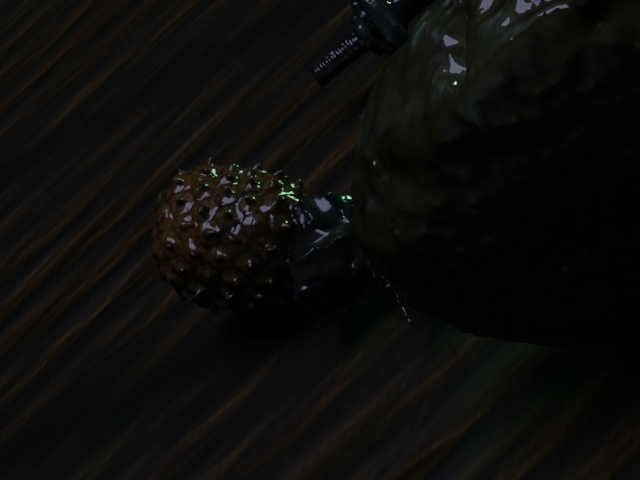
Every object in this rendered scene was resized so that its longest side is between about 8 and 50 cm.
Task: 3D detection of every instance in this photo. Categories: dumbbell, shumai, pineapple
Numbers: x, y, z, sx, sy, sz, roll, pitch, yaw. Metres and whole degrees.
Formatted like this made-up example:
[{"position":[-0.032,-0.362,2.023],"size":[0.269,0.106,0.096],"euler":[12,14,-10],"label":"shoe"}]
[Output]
[{"position":[0.094,-0.206,1.348],"size":[0.254,0.081,0.081],"euler":[-39,33,5],"label":"dumbbell"},{"position":[0.163,-0.122,0.991],"size":[0.330,0.292,0.289],"euler":[-33,45,31],"label":"shumai"},{"position":[0.000,0.000,1.188],"size":[0.251,0.125,0.125],"euler":[6,56,41],"label":"pineapple"}]
